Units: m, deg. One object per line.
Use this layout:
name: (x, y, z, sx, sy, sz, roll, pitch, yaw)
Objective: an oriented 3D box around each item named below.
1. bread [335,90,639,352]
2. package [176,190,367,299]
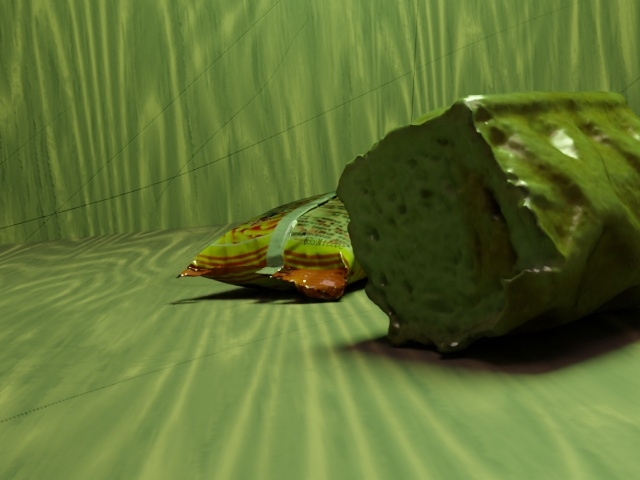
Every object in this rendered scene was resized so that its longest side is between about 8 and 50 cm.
bread: (0.160, -0.020, 0.845, 0.252, 0.239, 0.196, -4, -37, -35)
package: (-0.006, 0.001, 1.234, 0.223, 0.109, 0.288, -4, 7, 32)
